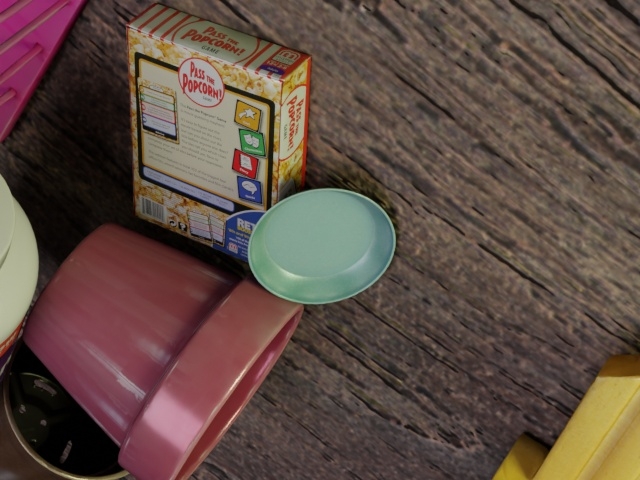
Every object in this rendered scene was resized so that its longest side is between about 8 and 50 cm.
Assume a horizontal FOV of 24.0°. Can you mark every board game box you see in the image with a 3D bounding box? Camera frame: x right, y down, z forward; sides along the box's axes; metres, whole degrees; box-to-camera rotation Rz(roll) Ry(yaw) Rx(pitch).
[{"bbox_3d":[-0.084,-0.081,1.222,0.147,0.045,0.193,22,133,20],"label":"board game box"}]

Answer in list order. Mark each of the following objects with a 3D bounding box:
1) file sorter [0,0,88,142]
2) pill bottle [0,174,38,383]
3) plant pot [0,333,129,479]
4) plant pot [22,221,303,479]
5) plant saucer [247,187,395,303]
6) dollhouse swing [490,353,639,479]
[{"bbox_3d":[-0.337,-0.186,1.221,0.202,0.182,0.290,43,136,-1],"label":"file sorter"},{"bbox_3d":[-0.332,0.049,1.225,0.181,0.181,0.323,40,148,3],"label":"pill bottle"},{"bbox_3d":[-0.257,0.167,1.468,0.167,0.167,0.165,49,144,-7],"label":"plant pot"},{"bbox_3d":[-0.143,0.087,1.280,0.180,0.201,0.201,35,136,7],"label":"plant pot"},{"bbox_3d":[0.000,0.000,1.209,0.119,0.021,0.119,-4,129,-5],"label":"plant saucer"},{"bbox_3d":[0.250,0.315,1.135,0.347,0.315,0.305,33,156,11],"label":"dollhouse swing"}]
